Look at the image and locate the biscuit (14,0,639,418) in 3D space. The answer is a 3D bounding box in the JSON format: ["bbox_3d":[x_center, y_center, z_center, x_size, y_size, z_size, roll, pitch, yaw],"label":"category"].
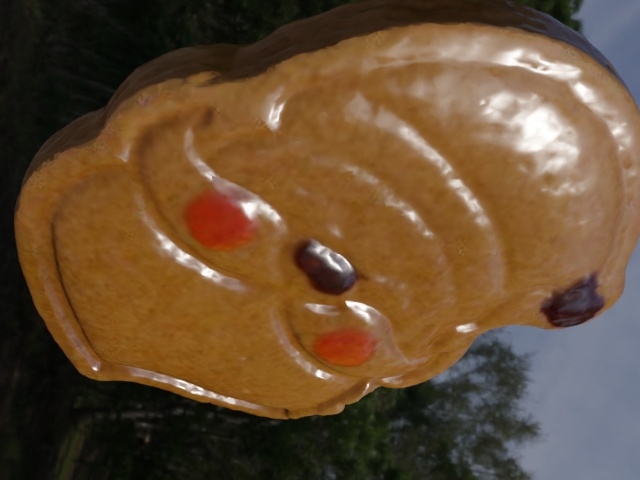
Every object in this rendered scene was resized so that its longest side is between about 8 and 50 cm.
[{"bbox_3d":[0.000,0.001,0.621,0.455,0.350,0.078,-24,-143,19],"label":"biscuit"}]
